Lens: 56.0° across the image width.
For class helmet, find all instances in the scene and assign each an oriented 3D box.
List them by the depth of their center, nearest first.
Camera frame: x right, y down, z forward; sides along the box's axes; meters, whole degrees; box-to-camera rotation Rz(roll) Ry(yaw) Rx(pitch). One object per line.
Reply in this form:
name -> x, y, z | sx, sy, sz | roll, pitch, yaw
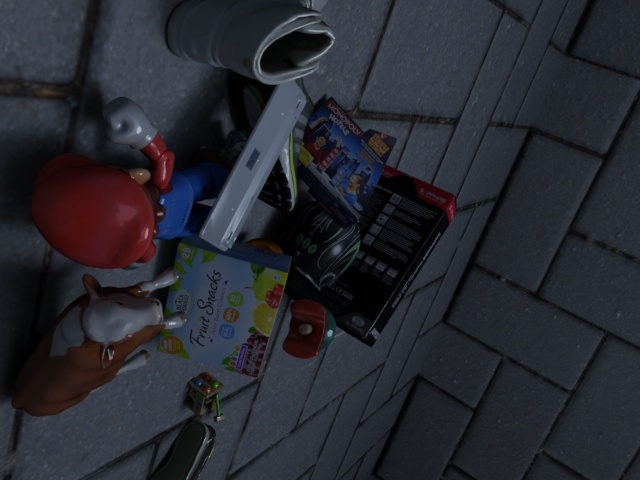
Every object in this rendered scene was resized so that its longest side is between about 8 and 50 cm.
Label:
helmet -> 0.000, 0.000, 1.190 | 0.161, 0.169, 0.169 | -51, 155, -8

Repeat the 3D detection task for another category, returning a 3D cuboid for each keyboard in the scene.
keyboard -> -0.090, -0.108, 0.829 | 0.256, 0.014, 0.072 | -64, 148, -8

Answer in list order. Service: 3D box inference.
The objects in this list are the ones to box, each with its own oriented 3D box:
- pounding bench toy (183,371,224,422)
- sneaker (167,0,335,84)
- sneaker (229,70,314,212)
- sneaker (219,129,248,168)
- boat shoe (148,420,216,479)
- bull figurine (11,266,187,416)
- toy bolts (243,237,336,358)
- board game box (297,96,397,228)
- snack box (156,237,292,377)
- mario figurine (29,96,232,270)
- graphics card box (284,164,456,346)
pounding bench toy -> -0.218, 0.311, 1.188 | 0.052, 0.083, 0.065 | -23, 137, -53
sneaker -> -0.036, -0.285, 0.799 | 0.292, 0.169, 0.108 | -42, 148, -38
sneaker -> -0.059, -0.168, 0.959 | 0.121, 0.111, 0.300 | -47, 154, -35
sneaker -> -0.131, -0.121, 0.931 | 0.052, 0.058, 0.135 | -13, 157, -26
boat shoe -> -0.290, 0.484, 1.237 | 0.227, 0.081, 0.068 | -58, 152, -13
bull figurine -> -0.272, 0.123, 0.757 | 0.310, 0.101, 0.188 | -36, 170, 32
toy bolts -> -0.073, 0.121, 1.126 | 0.158, 0.229, 0.218 | 32, 74, -76
board game box -> 0.046, -0.159, 1.122 | 0.194, 0.194, 0.060 | -49, -168, -28
snack box -> -0.156, 0.103, 0.970 | 0.070, 0.175, 0.207 | -82, -171, -67
mario figurine -> -0.238, -0.062, 0.755 | 0.320, 0.170, 0.198 | -18, 96, -70
graphics card box -> 0.110, 0.019, 1.334 | 0.371, 0.233, 0.094 | -56, 156, -13
